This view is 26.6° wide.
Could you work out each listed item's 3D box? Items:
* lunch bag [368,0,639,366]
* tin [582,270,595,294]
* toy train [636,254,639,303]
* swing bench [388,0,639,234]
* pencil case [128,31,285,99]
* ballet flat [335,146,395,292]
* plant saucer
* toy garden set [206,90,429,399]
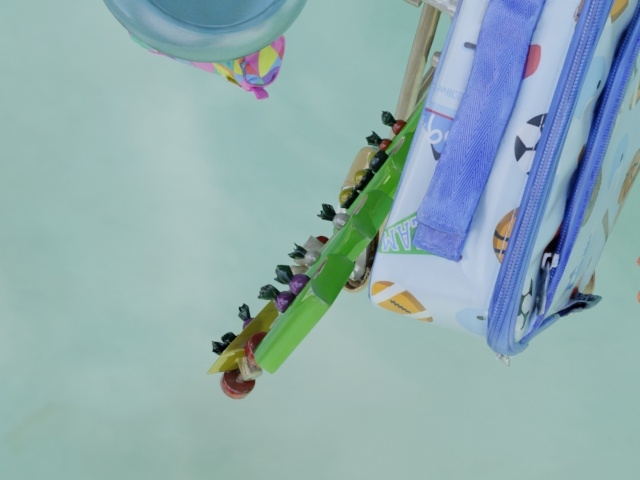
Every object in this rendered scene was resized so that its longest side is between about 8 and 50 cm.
[{"bbox_3d":[0.132,-0.077,0.800,0.115,0.243,0.303,19,101,18],"label":"lunch bag"},{"bbox_3d":[0.303,0.026,1.710,0.040,0.189,0.106,-15,83,-6],"label":"tin"},{"bbox_3d":[0.366,0.007,1.309,0.166,0.125,0.046,-41,93,13],"label":"toy train"},{"bbox_3d":[0.218,-0.170,1.311,0.253,0.254,0.165,27,63,13],"label":"swing bench"},{"bbox_3d":[-0.162,-0.284,1.920,0.236,0.104,0.104,26,92,29],"label":"pencil case"},{"bbox_3d":[0.051,-0.013,1.571,0.073,0.232,0.080,-38,60,-22],"label":"ballet flat"},{"bbox_3d":[-0.146,-0.392,1.764,0.318,0.044,0.317,0,91,-19],"label":"plant saucer"},{"bbox_3d":[0.000,0.000,1.038,0.049,0.204,0.244,35,51,-3],"label":"toy garden set"}]
